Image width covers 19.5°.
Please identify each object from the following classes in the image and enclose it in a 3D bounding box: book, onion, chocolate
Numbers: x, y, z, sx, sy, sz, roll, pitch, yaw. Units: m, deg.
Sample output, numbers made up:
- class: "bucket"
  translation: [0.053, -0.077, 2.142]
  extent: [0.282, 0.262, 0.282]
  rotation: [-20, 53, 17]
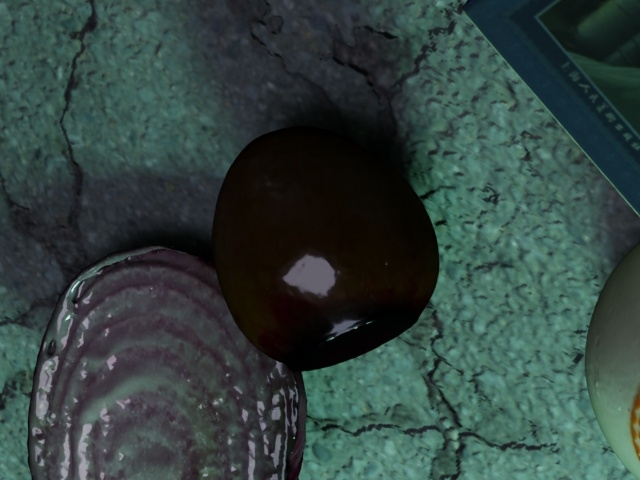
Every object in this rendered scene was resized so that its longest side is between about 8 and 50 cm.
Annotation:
- class: "book"
  translation: [0.230, -0.129, 1.019]
  extent: [0.191, 0.025, 0.269]
  rotation: [48, 130, -9]
- class: "onion"
  translation: [-0.100, 0.123, 1.466]
  extent: [0.250, 0.111, 0.248]
  rotation: [17, 104, 31]
- class: "chocolate"
  translation: [0.000, 0.000, 1.305]
  extent: [0.176, 0.177, 0.177]
  rotation: [14, 125, 21]

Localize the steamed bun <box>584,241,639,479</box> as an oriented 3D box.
- class: "steamed bun"
  translation: [0.278, 0.097, 1.206]
  extent: [0.231, 0.145, 0.232]
  rotation: [14, 125, 21]
